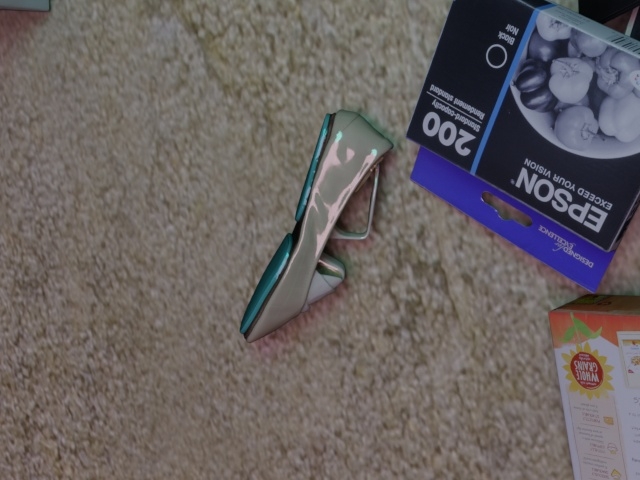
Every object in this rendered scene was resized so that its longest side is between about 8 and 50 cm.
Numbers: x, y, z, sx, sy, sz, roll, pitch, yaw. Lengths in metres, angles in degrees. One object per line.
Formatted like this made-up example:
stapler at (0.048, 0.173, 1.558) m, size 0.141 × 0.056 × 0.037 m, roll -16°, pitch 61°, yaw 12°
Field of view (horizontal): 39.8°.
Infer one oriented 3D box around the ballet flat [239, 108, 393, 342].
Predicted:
ballet flat at (0.000, 0.000, 0.842) m, size 0.086 × 0.086 × 0.248 m, roll 28°, pitch 108°, yaw 14°

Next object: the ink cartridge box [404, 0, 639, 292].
ink cartridge box at (0.171, -0.084, 0.723) m, size 0.206 × 0.045 × 0.208 m, roll 34°, pitch 127°, yaw 27°

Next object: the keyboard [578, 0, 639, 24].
keyboard at (0.250, -0.232, 0.657) m, size 0.023 × 0.180 × 0.108 m, roll 0°, pitch 85°, yaw -20°

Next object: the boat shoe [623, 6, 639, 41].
boat shoe at (0.389, -0.256, 0.599) m, size 0.187 × 0.156 × 0.500 m, roll 42°, pitch 113°, yaw 7°

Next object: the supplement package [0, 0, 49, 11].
supplement package at (-0.417, -0.326, 0.831) m, size 0.199 × 0.263 × 0.198 m, roll 8°, pitch 103°, yaw 19°

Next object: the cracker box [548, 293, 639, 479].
cracker box at (0.286, 0.164, 0.733) m, size 0.156 × 0.067 × 0.232 m, roll -2°, pitch 101°, yaw 51°
